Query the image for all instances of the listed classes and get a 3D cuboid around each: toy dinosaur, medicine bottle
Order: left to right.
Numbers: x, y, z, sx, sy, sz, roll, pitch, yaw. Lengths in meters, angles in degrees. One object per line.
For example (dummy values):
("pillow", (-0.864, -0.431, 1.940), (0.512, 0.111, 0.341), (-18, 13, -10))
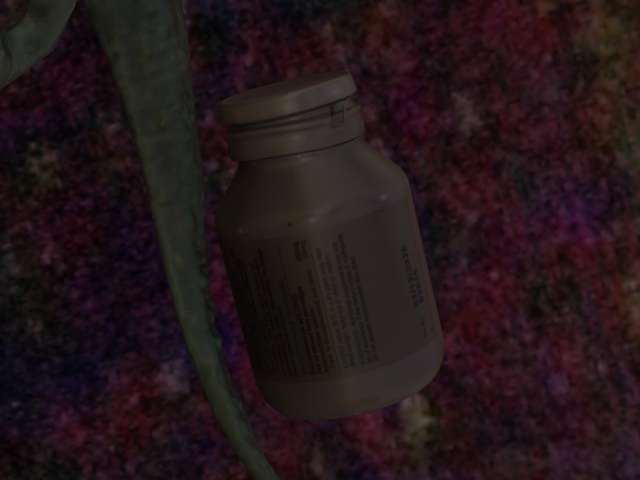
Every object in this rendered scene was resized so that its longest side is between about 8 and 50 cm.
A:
("toy dinosaur", (-0.099, -0.075, 0.430), (0.129, 0.076, 0.383), (-14, 107, -33))
("medicine bottle", (0.000, 0.000, 0.871), (0.135, 0.135, 0.215), (-41, 119, -64))
